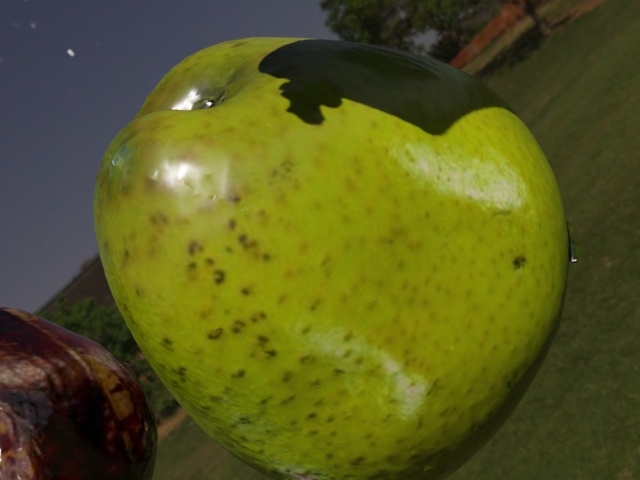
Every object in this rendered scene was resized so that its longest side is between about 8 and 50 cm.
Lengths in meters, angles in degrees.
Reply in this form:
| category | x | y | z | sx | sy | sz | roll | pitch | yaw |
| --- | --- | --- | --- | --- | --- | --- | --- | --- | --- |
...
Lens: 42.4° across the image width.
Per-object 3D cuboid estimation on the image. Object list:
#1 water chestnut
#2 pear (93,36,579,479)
| category | x | y | z | sx | sy | sz | roll | pitch | yaw |
| --- | --- | --- | --- | --- | --- | --- | --- | --- | --- |
| water chestnut | -0.216 | 0.156 | 0.601 | 0.224 | 0.223 | 0.238 | -44 | -13 | 31 |
| pear | 0.000 | 0.000 | 0.563 | 0.238 | 0.318 | 0.342 | 14 | 81 | 50 |
